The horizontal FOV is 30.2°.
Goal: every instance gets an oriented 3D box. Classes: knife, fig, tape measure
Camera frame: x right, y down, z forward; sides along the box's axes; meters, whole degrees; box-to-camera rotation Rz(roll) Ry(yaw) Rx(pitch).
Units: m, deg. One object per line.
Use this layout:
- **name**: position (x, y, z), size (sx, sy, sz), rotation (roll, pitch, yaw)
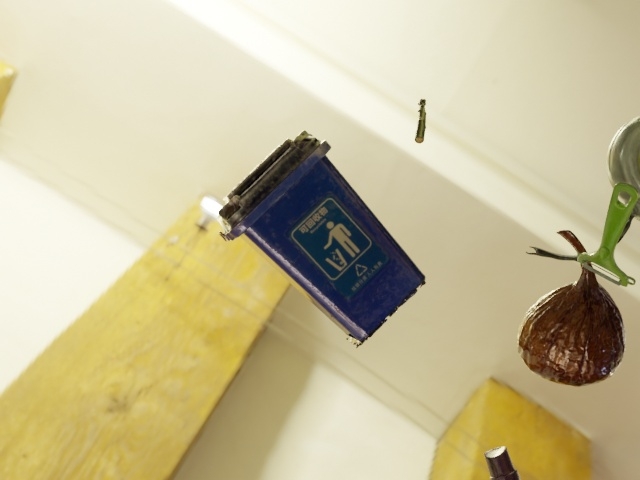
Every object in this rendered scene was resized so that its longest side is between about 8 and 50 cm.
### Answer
- **knife**: position (0.341, -0.005, 1.372), size (0.078, 0.166, 0.022), rotation (25, -123, 19)
- **fig**: position (0.340, 0.084, 1.543), size (0.134, 0.201, 0.146), rotation (23, -155, 29)
- **tape measure**: position (0.416, -0.074, 1.701), size (0.084, 0.330, 0.164), rotation (129, 119, -80)

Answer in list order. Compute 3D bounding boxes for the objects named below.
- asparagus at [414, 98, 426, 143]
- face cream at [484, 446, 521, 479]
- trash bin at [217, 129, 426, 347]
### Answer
- **asparagus**: position (0.161, -0.193, 1.886), size (0.015, 0.018, 0.127), rotation (49, -152, -24)
- **face cream**: position (0.258, 0.389, 1.462), size (0.078, 0.078, 0.273), rotation (-16, -92, -61)
- **trash bin**: position (0.000, 0.000, 1.417), size (0.234, 0.162, 0.184), rotation (46, 175, -5)
